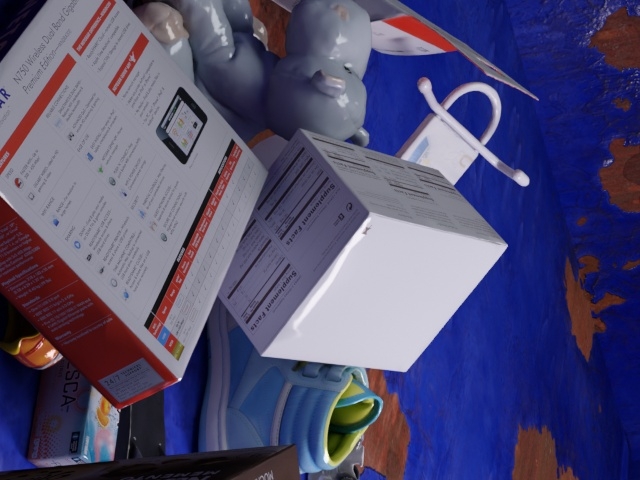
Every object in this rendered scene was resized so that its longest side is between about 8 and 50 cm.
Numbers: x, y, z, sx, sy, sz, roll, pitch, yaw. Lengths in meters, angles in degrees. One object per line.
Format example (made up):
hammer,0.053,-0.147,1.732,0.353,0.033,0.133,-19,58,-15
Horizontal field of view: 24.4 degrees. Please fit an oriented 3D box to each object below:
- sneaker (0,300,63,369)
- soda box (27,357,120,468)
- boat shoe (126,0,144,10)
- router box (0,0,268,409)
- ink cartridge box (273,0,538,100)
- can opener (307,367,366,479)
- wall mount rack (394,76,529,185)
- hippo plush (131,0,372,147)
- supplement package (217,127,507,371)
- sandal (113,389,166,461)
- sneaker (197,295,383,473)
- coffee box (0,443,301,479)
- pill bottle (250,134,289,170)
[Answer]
sneaker,-0.257,0.032,1.382,0.067,0.064,0.175,42,41,-48
soda box,-0.228,0.134,1.418,0.058,0.063,0.183,50,38,-53
boat shoe,-0.179,-0.246,1.714,0.125,0.038,0.046,50,38,-54
router box,-0.206,-0.064,1.389,0.301,0.082,0.335,50,33,-22
ink cartridge box,0.093,-0.282,2.021,0.091,0.385,0.308,-56,162,11
can opener,0.020,0.265,2.038,0.095,0.076,0.283,111,-16,-61
wall mount rack,0.138,-0.091,2.120,0.304,0.350,0.130,36,3,-40
hippo plush,-0.071,-0.188,1.626,0.234,0.236,0.294,46,52,-56
supplement package,0.038,0.019,1.642,0.262,0.204,0.145,12,31,-49
sandal,-0.176,0.248,1.521,0.097,0.054,0.254,20,64,-67
sneaker,-0.024,0.138,1.743,0.127,0.208,0.319,47,39,-56
coffee box,-0.173,0.246,1.191,0.168,0.297,0.119,-8,90,-69
pill bottle,0.000,0.000,1.919,0.283,0.160,0.160,60,30,-45
